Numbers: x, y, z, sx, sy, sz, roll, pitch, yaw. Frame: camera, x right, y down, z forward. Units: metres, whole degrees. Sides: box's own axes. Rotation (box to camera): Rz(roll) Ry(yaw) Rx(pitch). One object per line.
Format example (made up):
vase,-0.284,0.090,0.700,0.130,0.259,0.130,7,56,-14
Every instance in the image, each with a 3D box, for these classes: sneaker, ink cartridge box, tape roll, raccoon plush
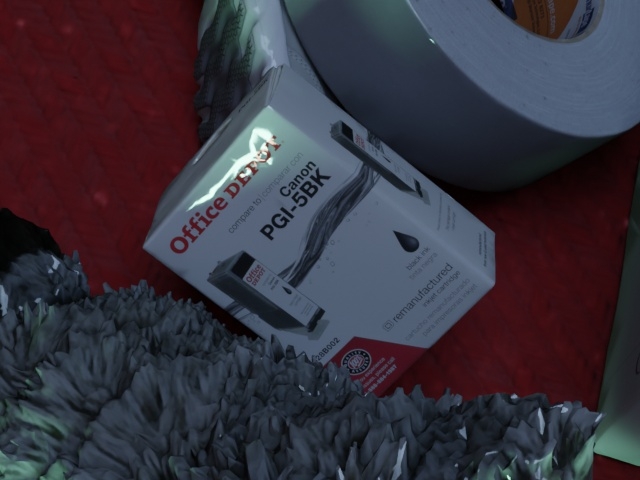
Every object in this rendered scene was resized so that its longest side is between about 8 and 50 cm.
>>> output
sneaker,-0.005,-0.124,0.780,0.115,0.105,0.281,-2,74,-23
ink cartridge box,0.000,0.000,0.685,0.135,0.099,0.056,37,25,-13
tape roll,0.083,-0.138,0.763,0.219,0.072,0.219,18,59,-33
raccoon plush,-0.100,0.075,0.572,0.446,0.299,0.216,32,66,8

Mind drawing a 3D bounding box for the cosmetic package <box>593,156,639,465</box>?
cosmetic package,0.264,-0.076,0.736,0.156,0.217,0.385,17,63,0
